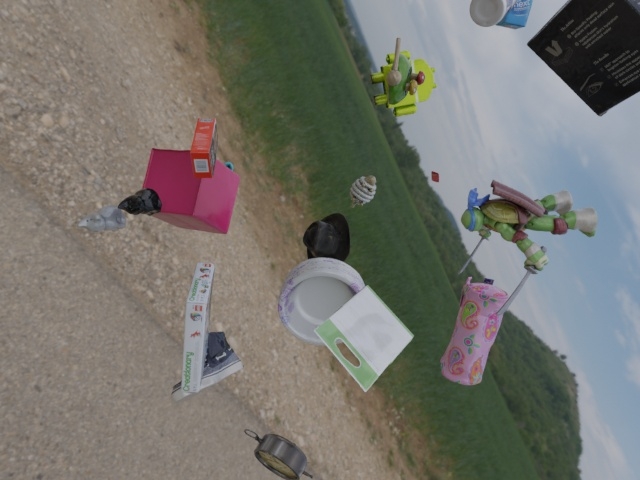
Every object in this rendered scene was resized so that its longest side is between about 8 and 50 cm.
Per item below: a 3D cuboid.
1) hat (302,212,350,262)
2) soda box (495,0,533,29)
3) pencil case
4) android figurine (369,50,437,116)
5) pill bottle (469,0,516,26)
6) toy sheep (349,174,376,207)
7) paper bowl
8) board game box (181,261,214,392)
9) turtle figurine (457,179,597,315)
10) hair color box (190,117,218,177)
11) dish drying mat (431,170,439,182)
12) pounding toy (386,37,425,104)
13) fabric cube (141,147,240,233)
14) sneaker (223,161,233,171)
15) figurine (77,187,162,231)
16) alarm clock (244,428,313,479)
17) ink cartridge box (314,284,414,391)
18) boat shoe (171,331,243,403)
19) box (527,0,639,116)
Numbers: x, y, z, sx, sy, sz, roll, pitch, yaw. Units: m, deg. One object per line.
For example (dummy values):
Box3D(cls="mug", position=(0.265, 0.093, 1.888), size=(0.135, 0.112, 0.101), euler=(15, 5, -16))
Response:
Box3D(cls="hat", position=(0.000, 0.000, 2.203), size=(0.134, 0.331, 0.331), euler=(25, 38, -38))
Box3D(cls="soda box", position=(0.583, -0.734, 1.330), size=(0.071, 0.067, 0.210), euler=(-95, -165, -72))
Box3D(cls="pencil case", position=(0.414, 0.247, 1.244), size=(0.124, 0.124, 0.284), euler=(-56, 159, -74))
Box3D(cls="android figurine", position=(0.338, -0.632, 1.845), size=(0.056, 0.273, 0.248), euler=(-118, -166, -73))
Box3D(cls="pill bottle", position=(0.474, -0.649, 1.235), size=(0.169, 0.094, 0.094), euler=(-49, 120, -37))
Box3D(cls="toy sheep", position=(0.138, -0.160, 1.513), size=(0.091, 0.132, 0.091), euler=(31, 27, -18))
Box3D(cls="paper bowl", position=(0.009, 0.187, 1.487), size=(0.284, 0.284, 0.148), euler=(60, 14, -23))
Box3D(cls="board game box", position=(-0.338, 0.239, 1.266), size=(0.193, 0.053, 0.305), euler=(-102, -159, -62))
Box3D(cls="turtle figurine", position=(0.444, -0.003, 1.021), size=(0.198, 0.266, 0.274), euler=(133, -54, -87))
Box3D(cls="hair color box", position=(-0.261, -0.211, 1.039), size=(0.072, 0.043, 0.141), euler=(95, -8, -46))
Box3D(cls="dish drying mat", position=(0.450, -0.248, 1.798), size=(0.008, 0.032, 0.083), euler=(-66, 161, -9))
Box3D(cls="pounding toy", position=(0.320, -0.598, 1.684), size=(0.237, 0.110, 0.183), euler=(36, 69, -73))
Box3D(cls="fabric cube", position=(-0.503, -0.187, 1.774), size=(0.258, 0.259, 0.254), euler=(36, 63, -68))
Box3D(cls="sneaker", position=(-0.450, -0.227, 1.966), size=(0.107, 0.110, 0.275), euler=(25, 59, -11))
Box3D(cls="figurine", position=(-0.629, -0.089, 1.438), size=(0.209, 0.215, 0.092), euler=(-130, -164, -82))
Box3D(cls="alarm clock", position=(-0.110, 0.519, 1.126), size=(0.192, 0.129, 0.064), euler=(40, 51, -10))
Box3D(cls="ink cartridge box", position=(0.095, 0.223, 1.050), size=(0.171, 0.056, 0.235), euler=(48, 43, 10))
Box3D(cls="boat shoe", position=(-0.380, 0.390, 1.448), size=(0.158, 0.127, 0.340), euler=(60, 12, 10))
Box3D(cls="box", position=(0.402, -0.281, 0.621), size=(0.158, 0.093, 0.156), euler=(46, -10, 1))
